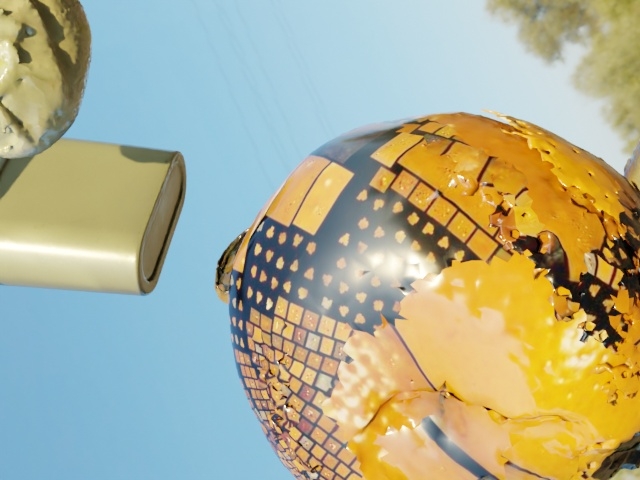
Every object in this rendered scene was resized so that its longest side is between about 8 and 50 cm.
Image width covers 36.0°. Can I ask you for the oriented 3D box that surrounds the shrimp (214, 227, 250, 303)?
[{"bbox_3d":[0.000,0.002,1.035,0.066,0.262,0.117,51,-152,-51],"label":"shrimp"}]

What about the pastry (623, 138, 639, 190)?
[{"bbox_3d":[0.529,-0.081,1.313,0.136,0.329,0.329,30,169,45],"label":"pastry"}]

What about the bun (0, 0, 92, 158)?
[{"bbox_3d":[-0.354,-0.195,1.010,0.239,0.239,0.141,57,-178,-23],"label":"bun"}]

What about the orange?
[{"bbox_3d":[0.066,0.042,0.514,0.234,0.235,0.182,59,-151,-18],"label":"orange"}]

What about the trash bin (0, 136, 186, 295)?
[{"bbox_3d":[-0.325,-0.036,1.310,0.121,0.248,0.243,85,-166,-50],"label":"trash bin"}]
